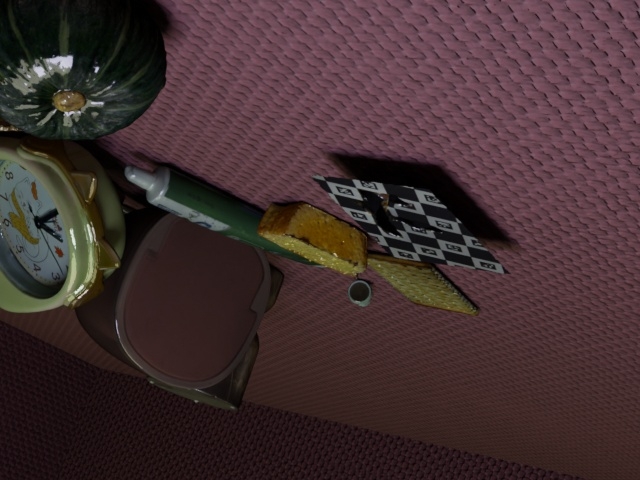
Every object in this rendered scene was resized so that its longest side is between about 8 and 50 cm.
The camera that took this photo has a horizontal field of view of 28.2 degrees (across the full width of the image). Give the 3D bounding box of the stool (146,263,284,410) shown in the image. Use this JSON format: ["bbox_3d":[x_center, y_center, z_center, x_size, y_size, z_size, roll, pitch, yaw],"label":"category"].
[{"bbox_3d":[-0.191,0.160,2.325,0.179,0.264,0.179,18,165,5],"label":"stool"}]

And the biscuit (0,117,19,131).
[{"bbox_3d":[-0.500,-0.181,1.769,0.203,0.016,0.144,-2,-154,-21],"label":"biscuit"}]

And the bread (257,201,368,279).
[{"bbox_3d":[0.000,0.000,1.921,0.187,0.065,0.103,26,162,-21],"label":"bread"}]

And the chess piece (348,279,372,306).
[{"bbox_3d":[0.073,0.096,2.223,0.042,0.042,0.093,16,171,10],"label":"chess piece"}]

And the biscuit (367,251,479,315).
[{"bbox_3d":[0.163,0.071,2.061,0.139,0.016,0.231,9,162,33],"label":"biscuit"}]

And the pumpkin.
[{"bbox_3d":[-0.270,-0.201,1.369,0.212,0.152,0.211,-8,152,-5],"label":"pumpkin"}]

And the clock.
[{"bbox_3d":[-0.422,-0.033,1.966,0.348,0.286,0.117,0,-161,42],"label":"clock"}]

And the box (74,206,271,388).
[{"bbox_3d":[-0.260,0.080,2.121,0.301,0.301,0.216,30,169,-37],"label":"box"}]

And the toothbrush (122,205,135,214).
[{"bbox_3d":[-0.433,-0.091,2.183,0.307,0.029,0.025,28,170,-30],"label":"toothbrush"}]

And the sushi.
[{"bbox_3d":[0.122,-0.038,1.676,0.192,0.043,0.279,8,161,34],"label":"sushi"}]

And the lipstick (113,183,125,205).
[{"bbox_3d":[-0.373,-0.088,2.092,0.045,0.045,0.145,11,163,21],"label":"lipstick"}]

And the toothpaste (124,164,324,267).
[{"bbox_3d":[-0.131,-0.033,1.975,0.392,0.061,0.099,24,164,-30],"label":"toothpaste"}]
